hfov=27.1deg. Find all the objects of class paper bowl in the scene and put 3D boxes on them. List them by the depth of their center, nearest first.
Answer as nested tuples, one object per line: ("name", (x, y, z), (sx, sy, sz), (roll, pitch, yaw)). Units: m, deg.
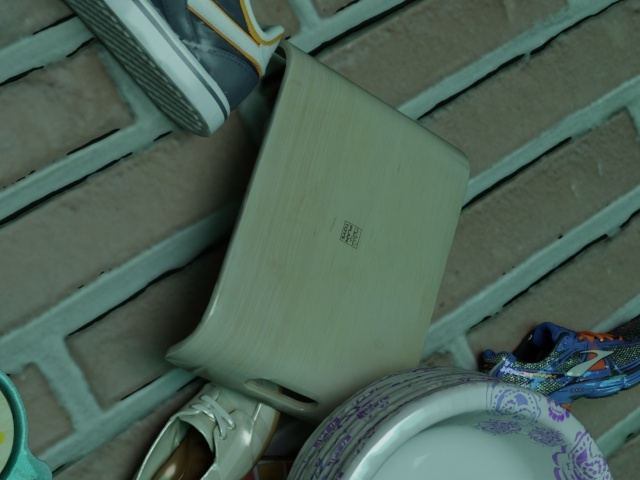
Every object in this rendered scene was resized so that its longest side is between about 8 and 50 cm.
("paper bowl", (0.095, 0.244, 1.102), (0.284, 0.148, 0.284), (-3, 97, -24))

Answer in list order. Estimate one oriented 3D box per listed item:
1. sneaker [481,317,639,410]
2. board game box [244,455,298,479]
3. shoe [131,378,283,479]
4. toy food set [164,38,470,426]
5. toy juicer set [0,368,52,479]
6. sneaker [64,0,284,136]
("sneaker", (0.252, 0.117, 1.321), (0.221, 0.083, 0.087), (-20, 97, -27))
("board game box", (-0.046, 0.325, 1.197), (0.124, 0.039, 0.259), (5, 91, -27))
("shoe", (-0.107, 0.190, 1.132), (0.076, 0.058, 0.219), (31, 76, 21))
("toy food set", (0.000, 0.000, 1.173), (0.220, 0.092, 0.306), (28, 69, -32))
("toy juicer set", (-0.323, 0.172, 1.019), (0.209, 0.089, 0.329), (-36, 107, -22))
("sneaker", (-0.157, -0.240, 1.081), (0.127, 0.126, 0.321), (-48, 121, -14))
